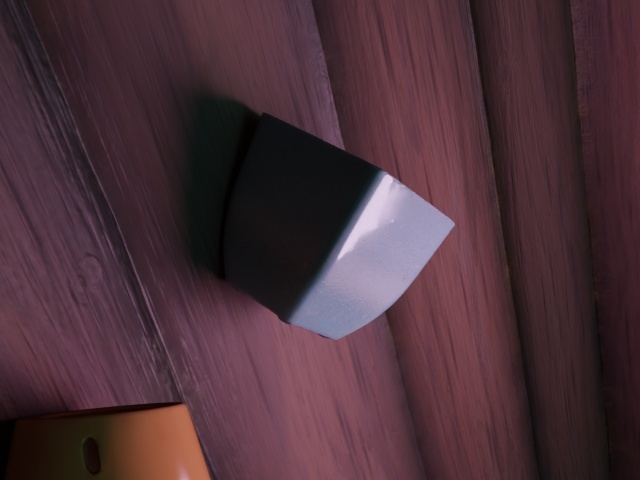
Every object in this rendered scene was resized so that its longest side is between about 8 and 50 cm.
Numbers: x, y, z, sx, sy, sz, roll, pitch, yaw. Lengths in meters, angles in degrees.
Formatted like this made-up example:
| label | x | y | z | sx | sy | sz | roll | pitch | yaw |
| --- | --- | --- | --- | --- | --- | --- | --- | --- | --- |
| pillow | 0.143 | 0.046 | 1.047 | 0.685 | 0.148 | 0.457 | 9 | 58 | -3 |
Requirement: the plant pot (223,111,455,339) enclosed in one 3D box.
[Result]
| label | x | y | z | sx | sy | sz | roll | pitch | yaw |
| --- | --- | --- | --- | --- | --- | --- | --- | --- | --- |
| plant pot | 0.000 | 0.000 | 1.373 | 0.247 | 0.247 | 0.252 | 29 | 90 | -54 |

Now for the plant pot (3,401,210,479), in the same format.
| label | x | y | z | sx | sy | sz | roll | pitch | yaw |
| --- | --- | --- | --- | --- | --- | --- | --- | --- | --- |
| plant pot | -0.251 | 0.301 | 1.078 | 0.290 | 0.290 | 0.204 | 3 | 79 | -55 |
